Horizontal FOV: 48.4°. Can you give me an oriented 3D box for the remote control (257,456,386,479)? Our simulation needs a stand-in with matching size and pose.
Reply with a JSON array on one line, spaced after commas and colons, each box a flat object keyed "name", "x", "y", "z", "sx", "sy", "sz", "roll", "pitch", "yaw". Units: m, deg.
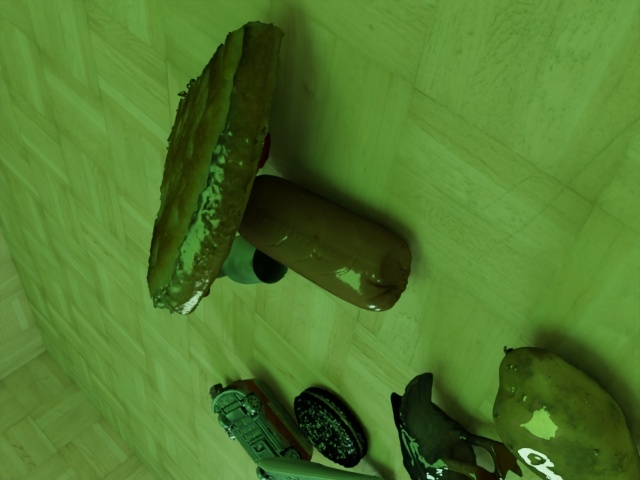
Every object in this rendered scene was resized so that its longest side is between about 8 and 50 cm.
[{"name": "remote control", "x": 0.012, "y": 0.500, "z": 1.504, "sx": 0.293, "sy": 0.051, "sz": 0.103, "roll": 2, "pitch": 147, "yaw": 25}]

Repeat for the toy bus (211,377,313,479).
[{"name": "toy bus", "x": -0.131, "y": 0.436, "z": 1.651, "sx": 0.121, "sy": 0.120, "sz": 0.265, "roll": -35, "pitch": 94, "yaw": 30}]

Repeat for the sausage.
[{"name": "sausage", "x": 0.001, "y": 0.000, "z": 1.062, "sx": 0.304, "sy": 0.121, "sz": 0.121, "roll": 28, "pitch": 141, "yaw": 34}]

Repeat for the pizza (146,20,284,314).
[{"name": "pizza", "x": -0.161, "y": -0.141, "z": 1.091, "sx": 0.406, "sy": 0.130, "sz": 0.440, "roll": -118, "pitch": 46, "yaw": -59}]

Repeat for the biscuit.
[{"name": "biscuit", "x": 0.018, "y": 0.388, "z": 1.483, "sx": 0.194, "sy": 0.053, "sz": 0.195, "roll": 34, "pitch": 144, "yaw": 29}]

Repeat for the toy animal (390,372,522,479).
[{"name": "toy animal", "x": 0.204, "y": 0.341, "z": 1.116, "sx": 0.298, "sy": 0.122, "sz": 0.185, "roll": 49, "pitch": 154, "yaw": -8}]

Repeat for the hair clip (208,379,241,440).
[{"name": "hair clip", "x": -0.241, "y": 0.444, "z": 1.882, "sx": 0.106, "sy": 0.084, "sz": 0.292, "roll": 57, "pitch": 159, "yaw": 32}]

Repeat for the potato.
[{"name": "potato", "x": 0.298, "y": 0.239, "z": 0.883, "sx": 0.161, "sy": 0.128, "sz": 0.235, "roll": 3, "pitch": 128, "yaw": 58}]

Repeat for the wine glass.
[{"name": "wine glass", "x": -0.143, "y": 0.034, "z": 1.321, "sx": 0.202, "sy": 0.093, "sz": 0.093, "roll": 5, "pitch": 124, "yaw": 52}]
